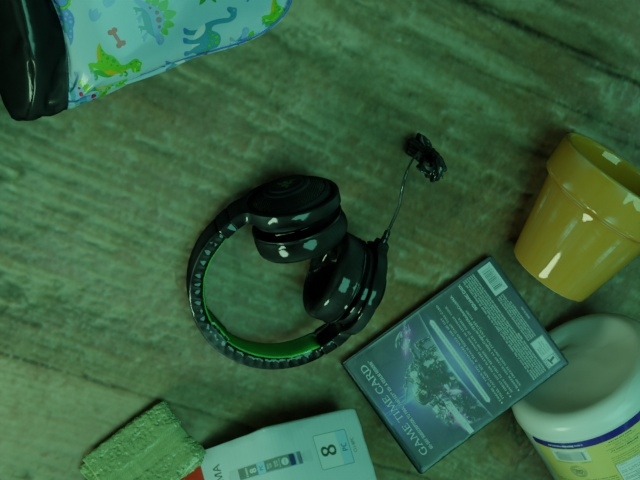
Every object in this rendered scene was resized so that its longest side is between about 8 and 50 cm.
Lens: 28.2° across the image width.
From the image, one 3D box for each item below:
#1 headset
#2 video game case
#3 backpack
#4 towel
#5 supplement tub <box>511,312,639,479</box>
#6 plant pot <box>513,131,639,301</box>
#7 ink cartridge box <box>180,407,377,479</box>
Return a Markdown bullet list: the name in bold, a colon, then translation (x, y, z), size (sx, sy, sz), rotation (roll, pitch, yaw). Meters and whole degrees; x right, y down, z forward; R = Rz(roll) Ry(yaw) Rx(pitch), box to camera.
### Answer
- **headset**: translation (0.000, 0.000, 1.715), size (0.394, 0.185, 0.243), rotation (-35, 116, 7)
- **video game case**: translation (0.197, 0.178, 1.853), size (0.274, 0.026, 0.196), rotation (-35, 87, -10)
- **backpack**: translation (-0.198, -0.312, 1.445), size (0.355, 0.273, 0.290), rotation (-21, 109, -31)
- **towel**: translation (-0.239, 0.296, 1.712), size (0.148, 0.027, 0.110), rotation (-39, 80, -8)
- **supplement tub**: translation (0.458, 0.302, 1.949), size (0.241, 0.241, 0.331), rotation (-39, 120, -8)
- **plant pot**: translation (0.385, -0.022, 1.842), size (0.205, 0.205, 0.188), rotation (22, 112, -30)
- **ink cartridge box**: translation (-0.090, 0.417, 1.720), size (0.385, 0.091, 0.308), rotation (-9, 71, -23)
